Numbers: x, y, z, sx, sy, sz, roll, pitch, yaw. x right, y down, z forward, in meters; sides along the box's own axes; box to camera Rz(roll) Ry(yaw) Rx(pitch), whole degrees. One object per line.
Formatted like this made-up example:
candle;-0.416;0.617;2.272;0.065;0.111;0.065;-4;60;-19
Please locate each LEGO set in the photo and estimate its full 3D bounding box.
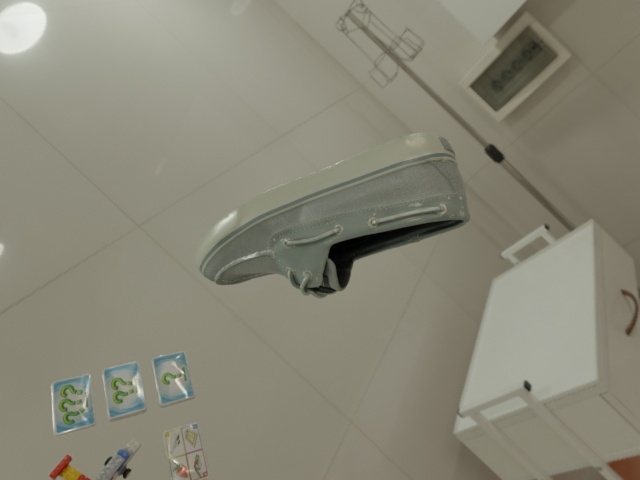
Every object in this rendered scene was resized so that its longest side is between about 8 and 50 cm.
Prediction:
LEGO set;-0.240;0.259;0.592;0.182;0.244;0.060;-8;-38;-24

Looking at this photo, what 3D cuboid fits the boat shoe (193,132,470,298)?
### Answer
boat shoe;0.001;0.000;0.357;0.227;0.081;0.079;-23;-20;19
